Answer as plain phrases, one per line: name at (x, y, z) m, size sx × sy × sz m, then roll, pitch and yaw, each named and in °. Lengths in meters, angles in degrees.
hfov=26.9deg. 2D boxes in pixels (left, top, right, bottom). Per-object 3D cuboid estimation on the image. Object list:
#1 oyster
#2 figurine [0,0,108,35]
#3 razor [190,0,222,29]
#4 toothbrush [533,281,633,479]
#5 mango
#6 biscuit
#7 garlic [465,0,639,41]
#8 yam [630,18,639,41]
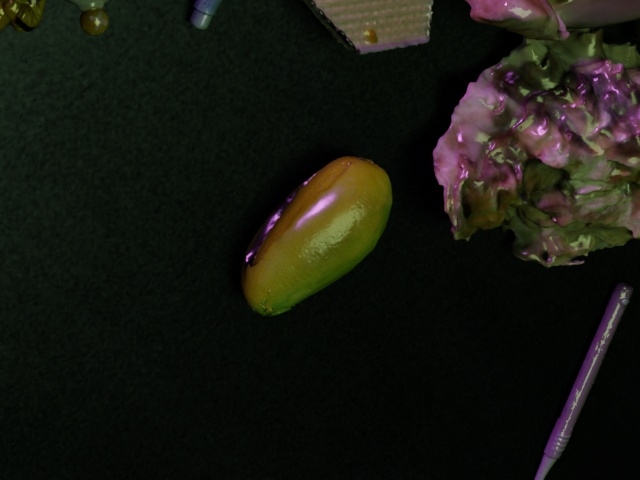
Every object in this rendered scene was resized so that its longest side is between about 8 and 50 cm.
oyster at (0.263, -0.073, 1.270) m, size 0.351 × 0.115 × 0.237 m, roll 23°, pitch 98°, yaw -26°
figurine at (-0.186, -0.180, 0.916) m, size 0.101 × 0.068 × 0.143 m, roll 36°, pitch 89°, yaw -15°
razor at (-0.065, -0.220, 1.002) m, size 0.040 × 0.068 × 0.135 m, roll 9°, pitch 119°, yaw -37°
toothbrush at (0.275, 0.211, 1.489) m, size 0.024 × 0.029 × 0.354 m, roll 10°, pitch 106°, yaw -40°
mango at (0.000, 0.000, 1.142) m, size 0.165 × 0.074 × 0.091 m, roll -51°, pitch 134°, yaw -3°
biscuit at (0.035, -0.268, 1.048) m, size 0.147 × 0.046 × 0.249 m, roll -16°, pitch 120°, yaw -32°
garlic at (0.246, -0.305, 1.137) m, size 0.279 × 0.132 × 0.325 m, roll 24°, pitch 101°, yaw -48°
yam at (0.354, -0.297, 1.267) m, size 0.061 × 0.061 × 0.252 m, roll 2°, pitch 112°, yaw -38°
